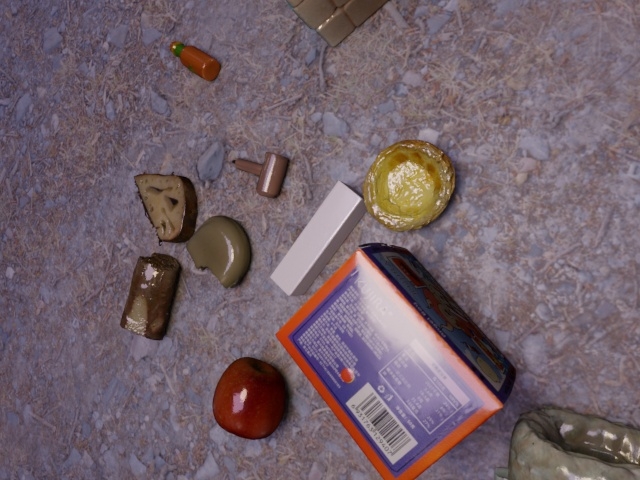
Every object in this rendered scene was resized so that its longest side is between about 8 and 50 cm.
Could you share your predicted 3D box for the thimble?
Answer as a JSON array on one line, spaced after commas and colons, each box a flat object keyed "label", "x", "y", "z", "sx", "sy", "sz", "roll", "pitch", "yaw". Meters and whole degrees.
[{"label": "thimble", "x": 0.461, "y": 0.421, "z": 0.784, "sx": 0.291, "sy": 0.291, "sz": 0.196, "roll": 7, "pitch": 90, "yaw": 26}]

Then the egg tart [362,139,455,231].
[{"label": "egg tart", "x": 0.202, "y": -0.123, "z": 1.049, "sx": 0.212, "sy": 0.090, "sz": 0.213, "roll": -3, "pitch": 84, "yaw": 28}]

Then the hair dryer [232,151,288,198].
[{"label": "hair dryer", "x": -0.175, "y": -0.189, "z": 1.261, "sx": 0.181, "sy": 0.064, "sz": 0.117, "roll": 21, "pitch": 97, "yaw": 34}]

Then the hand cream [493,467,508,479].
[{"label": "hand cream", "x": 0.378, "y": 0.567, "z": 0.931, "sx": 0.078, "sy": 0.050, "sz": 0.205, "roll": -4, "pitch": 88, "yaw": 26}]

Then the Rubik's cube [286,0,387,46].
[{"label": "Rubik's cube", "x": 0.015, "y": -0.716, "z": 1.064, "sx": 0.318, "sy": 0.315, "sz": 0.322, "roll": -34, "pitch": 73, "yaw": 19}]

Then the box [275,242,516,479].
[{"label": "box", "x": 0.162, "y": 0.218, "z": 0.914, "sx": 0.257, "sy": 0.318, "sz": 0.349, "roll": -47, "pitch": 67, "yaw": 16}]

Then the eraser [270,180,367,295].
[{"label": "eraser", "x": 0.000, "y": -0.001, "z": 1.145, "sx": 0.078, "sy": 0.076, "sz": 0.298, "roll": 42, "pitch": 104, "yaw": 22}]

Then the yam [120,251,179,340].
[{"label": "yam", "x": -0.491, "y": 0.161, "z": 1.350, "sx": 0.128, "sy": 0.129, "sz": 0.239, "roll": 23, "pitch": 97, "yaw": 61}]

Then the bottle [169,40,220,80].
[{"label": "bottle", "x": -0.381, "y": -0.542, "z": 1.382, "sx": 0.187, "sy": 0.069, "sz": 0.069, "roll": 38, "pitch": 102, "yaw": 25}]

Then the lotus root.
[{"label": "lotus root", "x": -0.448, "y": -0.115, "z": 1.377, "sx": 0.170, "sy": 0.074, "sz": 0.261, "roll": -30, "pitch": 72, "yaw": 20}]

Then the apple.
[{"label": "apple", "x": -0.171, "y": 0.389, "z": 1.144, "sx": 0.180, "sy": 0.181, "sz": 0.169, "roll": 25, "pitch": 90, "yaw": 26}]

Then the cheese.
[{"label": "cheese", "x": -0.271, "y": 0.035, "z": 1.268, "sx": 0.175, "sy": 0.091, "sz": 0.203, "roll": -40, "pitch": 70, "yaw": 20}]
